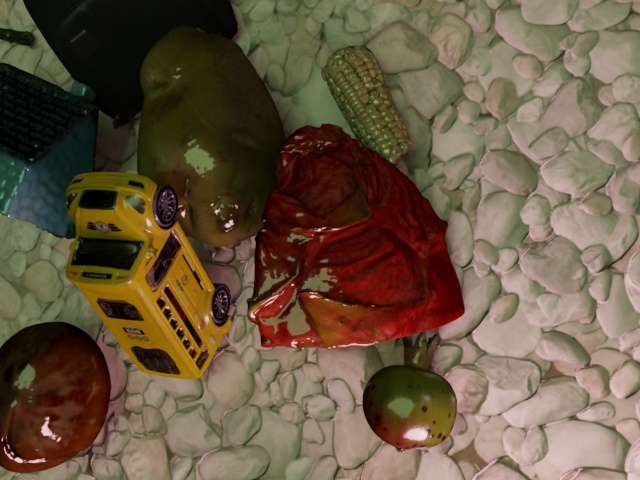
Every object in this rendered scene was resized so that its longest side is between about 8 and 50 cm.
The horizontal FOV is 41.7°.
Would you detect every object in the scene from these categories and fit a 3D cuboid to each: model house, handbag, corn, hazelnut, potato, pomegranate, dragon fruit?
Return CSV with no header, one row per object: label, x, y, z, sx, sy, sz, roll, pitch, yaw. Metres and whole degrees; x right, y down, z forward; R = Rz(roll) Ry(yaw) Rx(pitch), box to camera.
model house,-0.478,-0.164,1.378,0.261,0.226,0.241,26,90,24
handbag,-0.314,-0.371,1.360,0.301,0.178,0.275,-33,72,15
corn,0.077,-0.191,1.234,0.087,0.087,0.211,-32,76,15
hazelnut,-0.446,0.242,1.318,0.217,0.218,0.234,4,86,22
potato,-0.168,-0.163,1.260,0.218,0.202,0.351,-11,77,18
pomegranate,0.115,0.205,1.138,0.129,0.129,0.159,-21,68,18
dragon fruit,0.000,0.000,1.165,0.240,0.302,0.330,-29,76,50

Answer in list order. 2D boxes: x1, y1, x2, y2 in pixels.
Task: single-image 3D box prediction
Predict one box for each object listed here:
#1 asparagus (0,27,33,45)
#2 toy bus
asparagus,-0.569,-0.379,1.549,0.108,0.021,0.025,16,85,24
toy bus,-0.249,0.055,1.195,0.145,0.331,0.151,4,51,23
